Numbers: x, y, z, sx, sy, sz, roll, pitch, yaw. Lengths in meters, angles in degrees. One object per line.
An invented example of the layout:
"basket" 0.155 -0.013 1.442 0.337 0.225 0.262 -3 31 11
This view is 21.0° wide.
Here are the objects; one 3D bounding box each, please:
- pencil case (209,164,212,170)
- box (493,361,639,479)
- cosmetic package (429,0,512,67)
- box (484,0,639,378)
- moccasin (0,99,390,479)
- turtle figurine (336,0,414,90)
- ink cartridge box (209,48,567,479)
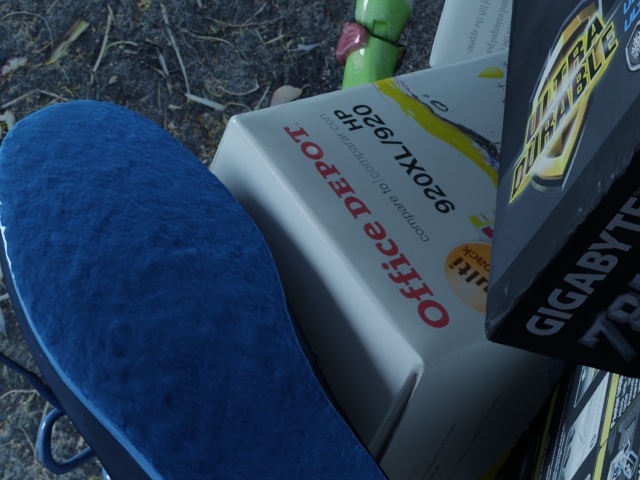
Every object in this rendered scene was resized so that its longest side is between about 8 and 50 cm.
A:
"pencil case" 0.000 0.000 1.587 0.386 0.167 0.160 40 -146 -78
"box" 0.119 0.181 0.654 0.395 0.097 0.318 -72 5 -45
"cosmetic package" 0.180 -0.176 1.029 0.151 0.184 0.151 102 -175 -51
"box" 0.145 -0.147 0.592 0.295 0.073 0.293 119 162 -54
"moccasin" -0.061 0.093 0.779 0.342 0.138 0.117 60 155 25
"turtle figurine" 0.046 -0.046 1.163 0.275 0.198 0.266 42 -116 -51
"ink cartridge box" 0.066 0.025 0.897 0.233 0.171 0.168 -17 -34 -34
